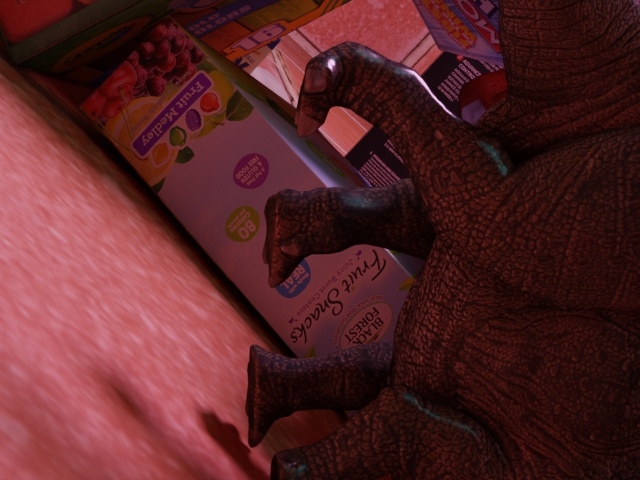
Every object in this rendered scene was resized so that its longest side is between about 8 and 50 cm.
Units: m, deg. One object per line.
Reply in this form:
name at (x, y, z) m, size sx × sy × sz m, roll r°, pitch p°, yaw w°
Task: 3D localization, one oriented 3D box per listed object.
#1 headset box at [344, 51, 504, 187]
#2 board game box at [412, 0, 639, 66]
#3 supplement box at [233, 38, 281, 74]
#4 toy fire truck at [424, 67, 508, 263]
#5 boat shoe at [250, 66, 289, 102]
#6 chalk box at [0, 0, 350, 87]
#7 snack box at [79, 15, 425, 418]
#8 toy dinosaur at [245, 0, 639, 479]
headset box at (0.169, -0.060, 1.110) m, size 0.218 × 0.293 × 0.110 m, roll 44°, pitch 7°, yaw 6°
board game box at (0.081, -0.159, 0.767) m, size 0.194 × 0.060 × 0.194 m, roll 47°, pitch -9°, yaw -13°
supplement box at (-0.080, -0.128, 0.976) m, size 0.056 × 0.083 × 0.083 m, roll 40°, pitch 8°, yaw -24°
toy fire truck at (0.146, 0.059, 0.643) m, size 0.254 × 0.169 × 0.302 m, roll -170°, pitch -121°, yaw -86°
boat shoe at (-0.072, -0.127, 1.190) m, size 0.133 × 0.042 × 0.049 m, roll 30°, pitch 36°, yaw -62°
chalk box at (-0.090, -0.195, 0.762) m, size 0.179 × 0.180 × 0.289 m, roll 65°, pitch 10°, yaw 3°
snack box at (0.000, 0.000, 0.741) m, size 0.207 × 0.070 × 0.174 m, roll 49°, pitch 9°, yaw 21°
toy dinosaur at (0.064, 0.018, 0.456) m, size 0.160 × 0.314 × 0.121 m, roll 4°, pitch 4°, yaw -10°
